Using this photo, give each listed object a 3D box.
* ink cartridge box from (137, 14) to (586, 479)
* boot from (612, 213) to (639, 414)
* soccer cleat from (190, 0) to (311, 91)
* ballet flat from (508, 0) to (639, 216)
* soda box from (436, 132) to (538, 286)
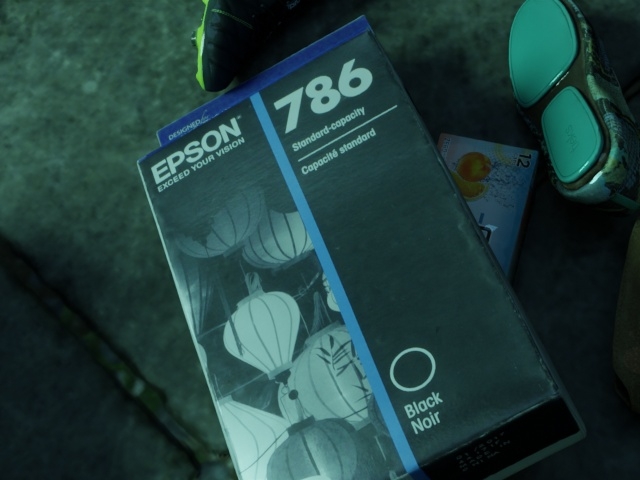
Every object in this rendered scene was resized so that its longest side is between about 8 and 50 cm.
[{"bbox_3d":[0.000,0.000,0.705,0.165,0.065,0.332,-30,52,7],"label":"ink cartridge box"},{"bbox_3d":[0.240,-0.034,0.727,0.115,0.112,0.305,9,67,22],"label":"boot"},{"bbox_3d":[-0.032,-0.173,0.846,0.072,0.060,0.179,15,64,12],"label":"soccer cleat"},{"bbox_3d":[0.160,-0.081,0.774,0.070,0.070,0.188,-6,44,4],"label":"ballet flat"},{"bbox_3d":[0.077,0.031,0.733,0.063,0.058,0.183,13,67,13],"label":"soda box"}]
